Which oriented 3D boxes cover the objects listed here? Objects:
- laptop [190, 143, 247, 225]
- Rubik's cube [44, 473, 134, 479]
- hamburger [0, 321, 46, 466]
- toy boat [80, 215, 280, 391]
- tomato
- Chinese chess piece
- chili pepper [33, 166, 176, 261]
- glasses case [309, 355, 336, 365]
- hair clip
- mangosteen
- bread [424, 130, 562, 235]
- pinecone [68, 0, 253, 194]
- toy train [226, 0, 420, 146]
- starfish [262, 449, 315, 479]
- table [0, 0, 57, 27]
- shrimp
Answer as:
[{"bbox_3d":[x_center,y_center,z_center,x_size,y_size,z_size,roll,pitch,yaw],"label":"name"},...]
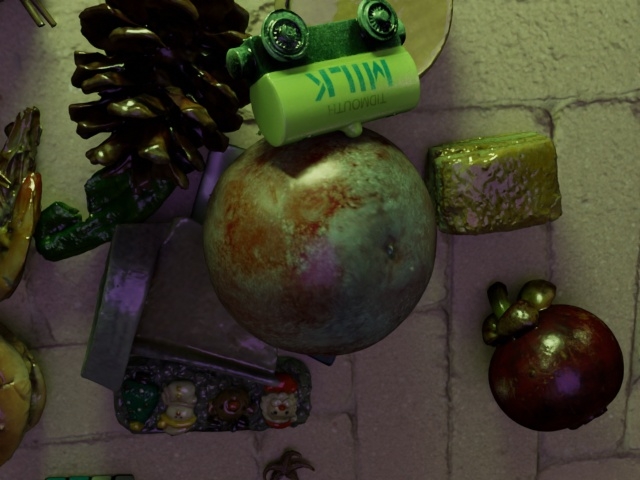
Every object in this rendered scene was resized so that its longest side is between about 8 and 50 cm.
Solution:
[{"bbox_3d":[-0.063,-0.029,1.091,0.269,0.015,0.188,16,104,-12],"label":"laptop"},{"bbox_3d":[-0.378,0.487,1.130,0.151,0.154,0.155,1,107,-9],"label":"Rubik's cube"},{"bbox_3d":[-0.546,0.240,1.045,0.243,0.146,0.286,21,104,-6],"label":"hamburger"},{"bbox_3d":[-0.209,0.092,1.043,0.293,0.111,0.276,-3,109,-15],"label":"toy boat"},{"bbox_3d":[0.000,0.000,0.946,0.316,0.282,0.317,-8,103,-35],"label":"tomato"},{"bbox_3d":[0.060,-0.319,0.976,0.249,0.103,0.250,-2,106,-8],"label":"Chinese chess piece"},{"bbox_3d":[-0.305,-0.051,1.020,0.253,0.083,0.099,-33,108,8],"label":"chili pepper"},{"bbox_3d":[-0.011,0.174,1.155,0.083,0.023,0.033,30,95,-17],"label":"glasses case"},{"bbox_3d":[-0.169,0.254,1.122,0.321,0.091,0.138,0,104,-9],"label":"hair clip"},{"bbox_3d":[0.356,0.174,1.127,0.215,0.215,0.258,-28,73,1],"label":"mangosteen"},{"bbox_3d":[0.260,-0.086,1.074,0.196,0.102,0.138,-7,105,-4],"label":"bread"},{"bbox_3d":[-0.202,-0.204,0.891,0.244,0.309,0.244,6,150,4],"label":"pinecone"},{"bbox_3d":[0.015,-0.199,0.854,0.253,0.105,0.157,-21,91,-32],"label":"toy train"},{"bbox_3d":[-0.055,0.396,1.214,0.091,0.028,0.078,-5,113,-9],"label":"starfish"},{"bbox_3d":[-0.459,-0.289,0.903,0.240,0.121,0.111,-24,108,1],"label":"table"},{"bbox_3d":[-0.431,-0.044,0.979,0.063,0.152,0.287,12,101,-47],"label":"shrimp"}]
